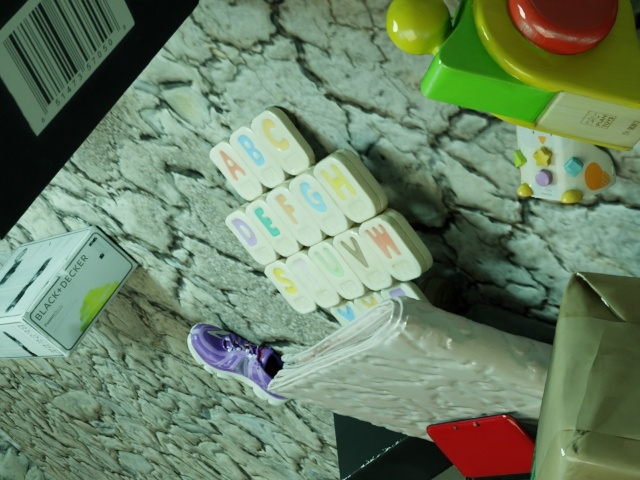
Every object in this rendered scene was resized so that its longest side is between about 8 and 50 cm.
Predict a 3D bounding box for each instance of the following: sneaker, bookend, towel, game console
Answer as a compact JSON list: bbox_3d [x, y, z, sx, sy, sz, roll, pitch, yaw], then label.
[{"bbox_3d":[0.106,0.095,1.315,0.071,0.066,0.188,16,151,22],"label":"sneaker"},{"bbox_3d":[0.099,0.226,1.532,0.072,0.156,0.157,46,-164,-24],"label":"bookend"},{"bbox_3d":[-0.099,0.156,1.703,0.170,0.068,0.071,28,140,-7],"label":"sneaker"},{"bbox_3d":[0.150,0.152,1.269,0.331,0.053,0.317,19,158,-19],"label":"towel"},{"bbox_3d":[0.205,0.213,1.302,0.144,0.124,0.085,-21,83,55],"label":"game console"}]

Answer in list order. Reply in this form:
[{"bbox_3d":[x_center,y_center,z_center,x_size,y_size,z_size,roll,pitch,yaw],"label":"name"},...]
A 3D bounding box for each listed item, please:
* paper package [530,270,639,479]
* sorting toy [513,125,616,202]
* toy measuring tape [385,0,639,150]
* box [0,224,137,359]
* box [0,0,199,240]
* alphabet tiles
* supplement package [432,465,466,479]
[{"bbox_3d":[0.329,0.185,1.010,0.309,0.168,0.325,8,149,11],"label":"paper package"},{"bbox_3d":[0.180,-0.073,0.977,0.083,0.045,0.075,10,127,41],"label":"sorting toy"},{"bbox_3d":[0.204,-0.122,0.819,0.330,0.121,0.121,12,156,-7],"label":"toy measuring tape"},{"bbox_3d":[-0.395,0.080,1.778,0.087,0.169,0.290,44,152,-21],"label":"box"},{"bbox_3d":[-0.359,-0.220,1.054,0.395,0.293,0.212,18,150,29],"label":"box"},{"bbox_3d":[0.000,0.000,1.258,0.278,0.021,0.284,53,153,-7],"label":"alphabet tiles"},{"bbox_3d":[0.164,0.395,1.628,0.199,0.198,0.263,36,155,-3],"label":"supplement package"}]
